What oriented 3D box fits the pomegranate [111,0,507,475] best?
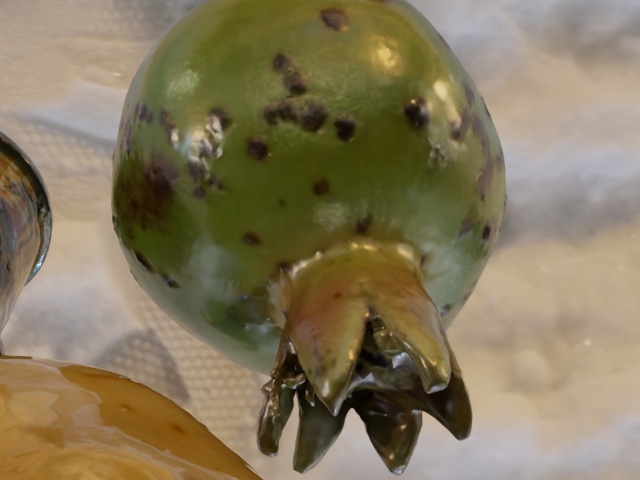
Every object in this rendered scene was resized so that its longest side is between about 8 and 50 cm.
[{"bbox_3d":[0.002,0.004,0.840,0.230,0.231,0.286,-1,62,-24],"label":"pomegranate"}]

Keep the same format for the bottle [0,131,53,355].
[{"bbox_3d":[-0.227,0.049,0.827,0.156,0.271,0.143,9,121,-1],"label":"bottle"}]

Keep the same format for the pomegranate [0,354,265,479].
[{"bbox_3d":[-0.117,0.217,0.571,0.410,0.410,0.410,-4,99,-23],"label":"pomegranate"}]
